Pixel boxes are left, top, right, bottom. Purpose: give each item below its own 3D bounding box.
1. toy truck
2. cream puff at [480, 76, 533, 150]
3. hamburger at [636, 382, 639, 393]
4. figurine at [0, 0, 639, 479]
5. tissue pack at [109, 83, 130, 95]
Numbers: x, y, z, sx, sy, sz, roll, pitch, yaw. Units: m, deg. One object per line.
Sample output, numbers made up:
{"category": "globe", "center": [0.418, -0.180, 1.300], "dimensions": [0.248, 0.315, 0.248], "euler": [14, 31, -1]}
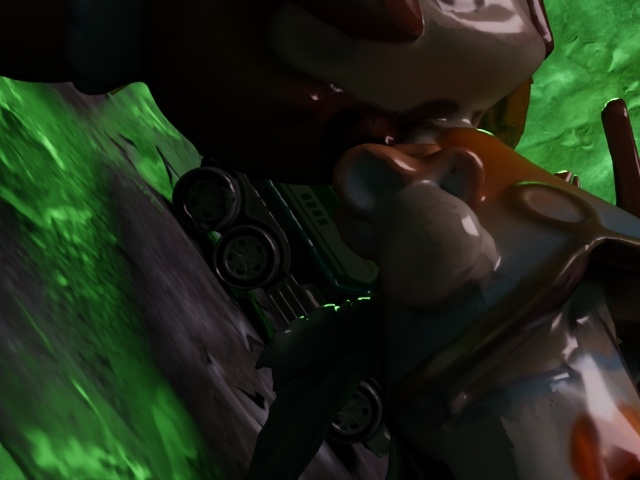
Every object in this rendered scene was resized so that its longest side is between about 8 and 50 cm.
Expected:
{"category": "toy truck", "center": [0.000, 0.000, 0.991], "dimensions": [0.253, 0.124, 0.114], "euler": [55, 7, 3]}
{"category": "cream puff", "center": [0.037, -0.161, 1.540], "dimensions": [0.327, 0.231, 0.343], "euler": [-15, -95, 61]}
{"category": "hamburger", "center": [0.162, 0.154, 0.843], "dimensions": [0.274, 0.212, 0.274], "euler": [-5, 90, -76]}
{"category": "figurine", "center": [0.023, -0.029, 0.662], "dimensions": [0.276, 0.248, 0.388], "euler": [5, 60, -60]}
{"category": "tissue pack", "center": [-0.156, -0.184, 0.996], "dimensions": [0.176, 0.062, 0.095], "euler": [57, 2, 24]}
